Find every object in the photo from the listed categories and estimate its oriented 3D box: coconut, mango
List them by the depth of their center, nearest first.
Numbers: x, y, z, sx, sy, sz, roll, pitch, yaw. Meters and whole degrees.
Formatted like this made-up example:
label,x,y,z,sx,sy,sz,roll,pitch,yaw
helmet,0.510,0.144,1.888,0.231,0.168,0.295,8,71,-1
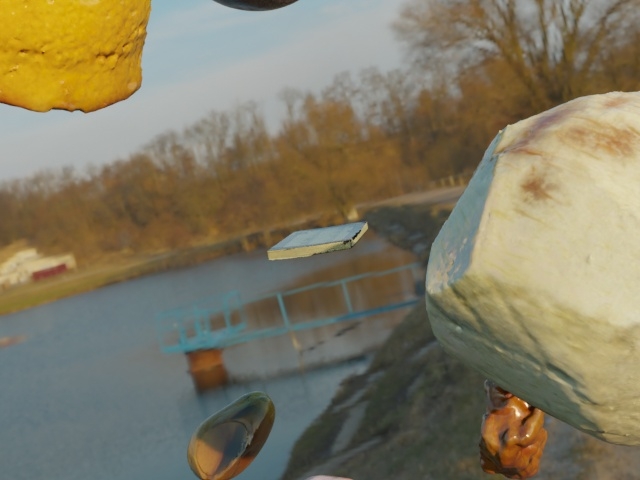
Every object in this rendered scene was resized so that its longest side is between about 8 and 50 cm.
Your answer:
label,x,y,z,sx,sy,sz,roll,pitch,yaw
coconut,0.294,0.014,1.007,0.415,0.344,0.415,16,18,-5
mango,-0.195,0.442,2.187,0.236,0.136,0.166,-46,-20,-4

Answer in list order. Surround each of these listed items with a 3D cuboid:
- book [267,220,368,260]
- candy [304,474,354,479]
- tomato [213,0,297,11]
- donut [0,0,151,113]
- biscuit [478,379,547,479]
label,x,y,z,sx,sy,sz,roll,pitch,yaw
book,0.000,0.001,1.860,0.157,0.026,0.231,-9,8,12
candy,0.010,0.555,1.800,0.094,0.255,0.255,0,9,29
tomato,-0.113,-0.469,1.464,0.227,0.270,0.270,-47,12,-16
donut,-0.425,-0.328,1.162,0.377,0.435,0.163,-21,-37,-48
biscuit,0.337,0.237,1.607,0.110,0.312,0.318,8,-17,17
